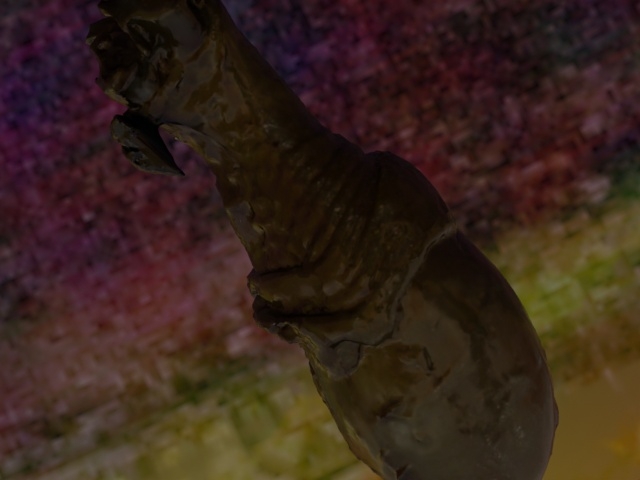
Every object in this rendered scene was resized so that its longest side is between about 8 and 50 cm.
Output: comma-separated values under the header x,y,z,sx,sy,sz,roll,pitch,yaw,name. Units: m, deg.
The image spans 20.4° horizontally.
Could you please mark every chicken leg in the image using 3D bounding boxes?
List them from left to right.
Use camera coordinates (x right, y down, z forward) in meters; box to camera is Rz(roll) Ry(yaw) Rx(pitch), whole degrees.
x,y,z,sx,sy,sz,roll,pitch,yaw,name
0.000,0.000,0.619,0.088,0.227,0.103,-42,-179,13,chicken leg
